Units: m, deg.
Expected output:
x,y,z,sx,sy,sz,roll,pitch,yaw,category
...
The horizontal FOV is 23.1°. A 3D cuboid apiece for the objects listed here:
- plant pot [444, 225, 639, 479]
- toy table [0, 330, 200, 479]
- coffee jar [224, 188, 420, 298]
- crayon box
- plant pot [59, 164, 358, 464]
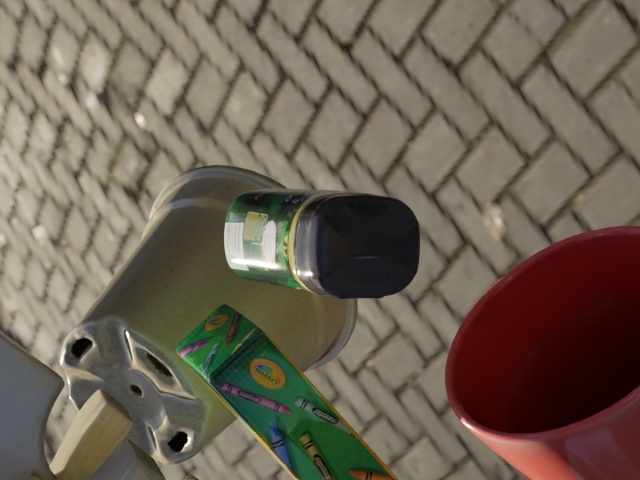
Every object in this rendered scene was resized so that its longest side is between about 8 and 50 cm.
x,y,z,sx,sy,sz,roll,pitch,yaw,category
0.297,0.161,1.537,0.275,0.275,0.243,8,144,51,plant pot
-0.185,0.193,1.100,0.252,0.161,0.274,41,174,-26,toy table
0.000,0.000,1.210,0.184,0.096,0.079,-172,83,-65,coffee jar
-0.024,0.204,1.699,0.278,0.081,0.165,49,172,-17,crayon box
-0.165,0.119,2.058,0.333,0.305,0.334,17,129,22,plant pot
